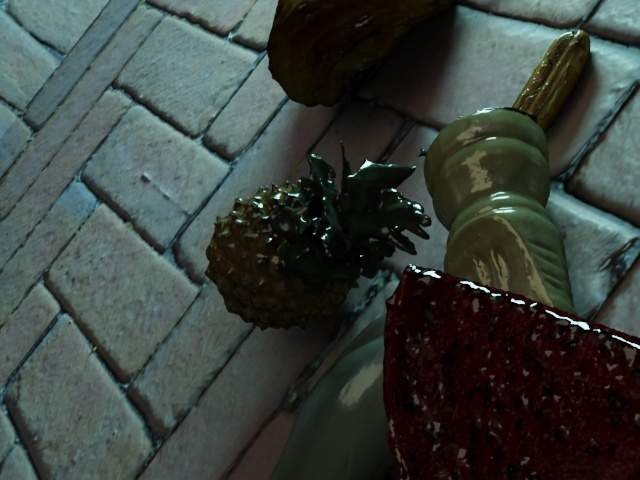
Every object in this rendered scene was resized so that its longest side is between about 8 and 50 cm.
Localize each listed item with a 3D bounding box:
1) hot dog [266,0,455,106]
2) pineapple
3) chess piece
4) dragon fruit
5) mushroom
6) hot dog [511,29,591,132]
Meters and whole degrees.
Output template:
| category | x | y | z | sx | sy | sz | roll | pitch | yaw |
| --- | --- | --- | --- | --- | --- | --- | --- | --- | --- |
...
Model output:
| category | x | y | z | sx | sy | sz | roll | pitch | yaw |
| --- | --- | --- | --- | --- | --- | --- | --- | --- | --- |
| hot dog | 0.047 | -0.318 | 1.923 | 0.267 | 0.174 | 0.388 | -34 | 23 | 26 |
| pineapple | 0.000 | 0.000 | 1.553 | 0.169 | 0.169 | 0.340 | -62 | 17 | -21 |
| chess piece | 0.175 | 0.027 | 1.390 | 0.137 | 0.137 | 0.301 | -34 | 43 | 29 |
| dragon fruit | 0.184 | 0.159 | 1.187 | 0.317 | 0.152 | 0.205 | 22 | 93 | 48 |
| mushroom | 0.014 | 0.208 | 1.419 | 0.329 | 0.122 | 0.159 | -51 | -9 | -2 |
| hot dog | 0.244 | -0.163 | 1.576 | 0.144 | 0.038 | 0.062 | -58 | 25 | -16 |
